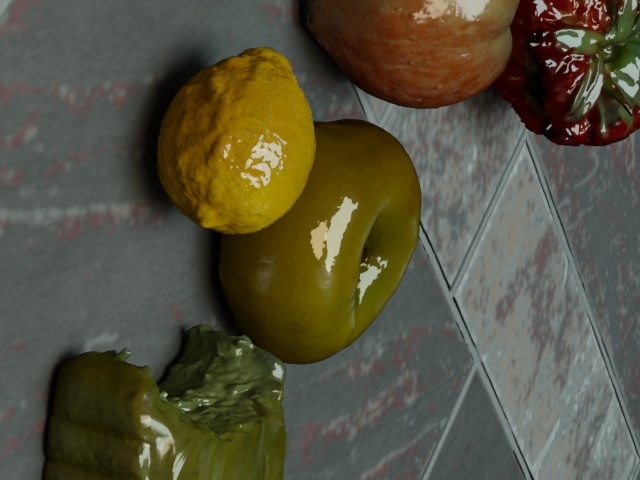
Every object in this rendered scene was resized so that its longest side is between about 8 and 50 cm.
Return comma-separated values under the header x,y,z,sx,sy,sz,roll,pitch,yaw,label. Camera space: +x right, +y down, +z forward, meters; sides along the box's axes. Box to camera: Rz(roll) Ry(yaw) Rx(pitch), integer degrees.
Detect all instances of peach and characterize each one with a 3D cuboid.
x,y,z,sx,sy,sz,roll,pitch,yaw,label
0.088,-0.240,1.964,0.232,0.232,0.232,-23,117,-57,peach
0.000,0.000,1.896,0.251,0.153,0.251,-41,145,-37,peach

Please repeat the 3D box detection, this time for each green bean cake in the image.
x,y,z,sx,sy,sz,roll,pitch,yaw,label
-0.130,0.199,1.729,0.236,0.124,0.233,-11,107,-59,green bean cake

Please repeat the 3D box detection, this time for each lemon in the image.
x,y,z,sx,sy,sz,roll,pitch,yaw,label
-0.074,-0.090,1.739,0.142,0.142,0.187,50,53,-53,lemon

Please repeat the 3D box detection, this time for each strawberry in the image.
x,y,z,sx,sy,sz,roll,pitch,yaw,label
0.293,-0.256,2.304,0.261,0.257,0.261,-13,116,-28,strawberry
